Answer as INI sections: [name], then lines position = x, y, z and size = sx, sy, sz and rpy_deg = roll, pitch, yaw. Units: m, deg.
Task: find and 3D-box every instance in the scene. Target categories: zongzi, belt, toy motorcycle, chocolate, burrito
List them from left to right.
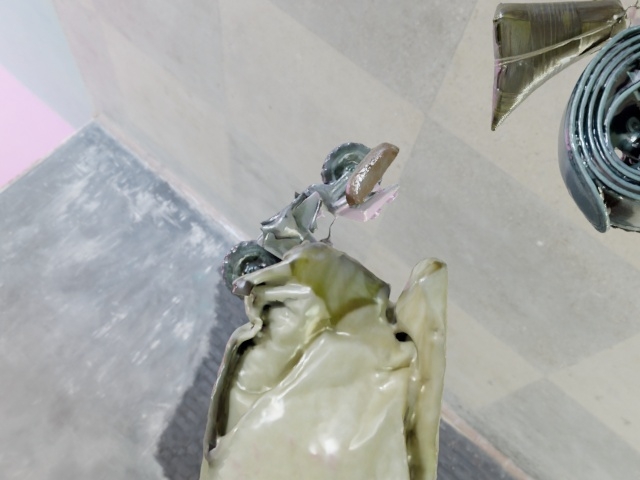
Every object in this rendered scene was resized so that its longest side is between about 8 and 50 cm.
[toy motorcycle]
position = 0.000, 0.000, 0.961
size = 0.188, 0.327, 0.143
rpy_deg = 46, 176, -8
[burrito]
position = 0.010, 0.173, 0.472
size = 0.190, 0.332, 0.135
rpy_deg = 2, 163, 17
[chocolate]
position = 0.062, -0.093, 0.784
size = 0.031, 0.101, 0.064
rpy_deg = 38, 173, -11
[zongzi]
position = 0.342, -0.249, 0.843
size = 0.187, 0.084, 0.184
rpy_deg = 2, 117, 15
[belt]
position = 0.384, -0.125, 0.673
size = 0.206, 0.268, 0.116
rpy_deg = 26, 167, 19
